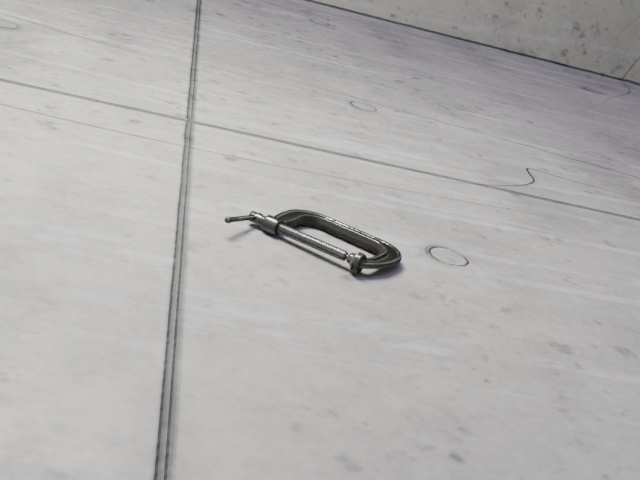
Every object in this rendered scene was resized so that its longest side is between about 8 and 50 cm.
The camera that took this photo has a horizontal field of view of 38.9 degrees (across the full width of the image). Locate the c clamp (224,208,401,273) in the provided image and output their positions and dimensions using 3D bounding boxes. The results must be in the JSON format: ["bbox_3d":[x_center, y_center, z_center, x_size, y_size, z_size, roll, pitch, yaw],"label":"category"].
[{"bbox_3d":[0.000,0.000,0.930,0.160,0.022,0.137,21,18,16],"label":"c clamp"}]
